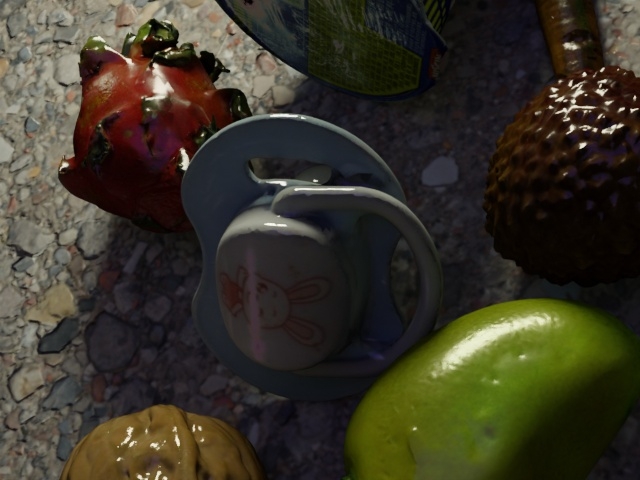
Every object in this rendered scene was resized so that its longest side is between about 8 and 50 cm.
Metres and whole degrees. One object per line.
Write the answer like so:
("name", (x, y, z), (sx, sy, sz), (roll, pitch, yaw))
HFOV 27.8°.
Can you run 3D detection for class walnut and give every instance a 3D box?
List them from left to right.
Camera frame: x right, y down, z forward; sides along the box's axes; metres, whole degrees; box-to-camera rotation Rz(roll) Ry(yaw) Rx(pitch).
("walnut", (-0.132, 0.243, 1.105), (0.213, 0.213, 0.213), (-7, 65, 15))

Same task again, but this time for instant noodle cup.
("instant noodle cup", (0.066, -0.344, 1.274), (0.284, 0.284, 0.312), (22, 67, 26))

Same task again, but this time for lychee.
("lychee", (0.249, -0.059, 1.110), (0.238, 0.200, 0.200), (-40, 59, 19))

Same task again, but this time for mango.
("mango", (0.135, 0.154, 1.075), (0.185, 0.149, 0.273), (33, 75, 30))

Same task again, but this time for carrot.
("carrot", (0.241, -0.238, 1.271), (0.066, 0.066, 0.314), (-10, 68, 14))

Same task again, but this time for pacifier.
("pacifier", (0.000, 0.000, 1.173), (0.238, 0.287, 0.226), (1, 31, 12))

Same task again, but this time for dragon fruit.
("dragon fruit", (-0.150, -0.128, 1.285), (0.200, 0.198, 0.269), (-12, 53, 36))
